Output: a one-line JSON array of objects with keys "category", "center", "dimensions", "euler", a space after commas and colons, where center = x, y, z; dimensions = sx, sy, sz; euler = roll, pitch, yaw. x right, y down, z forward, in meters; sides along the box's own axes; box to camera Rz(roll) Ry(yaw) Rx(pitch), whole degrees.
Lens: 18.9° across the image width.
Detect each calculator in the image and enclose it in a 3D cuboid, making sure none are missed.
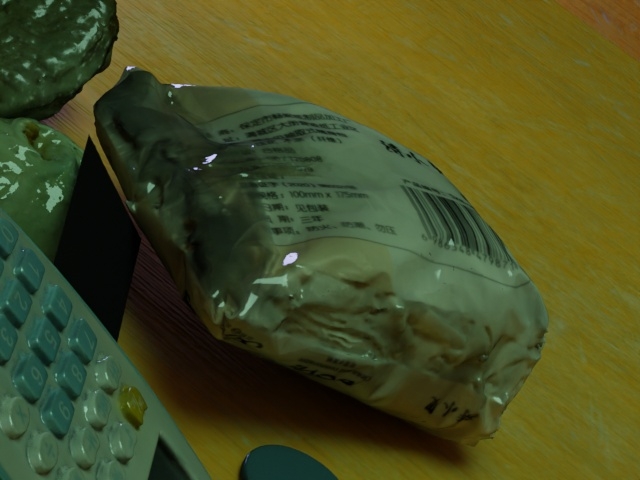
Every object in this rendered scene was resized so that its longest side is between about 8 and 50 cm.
[{"category": "calculator", "center": [-0.168, 0.137, 1.300], "dimensions": [0.386, 0.054, 0.256], "euler": [59, 16, -21]}]

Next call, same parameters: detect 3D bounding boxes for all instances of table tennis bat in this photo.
[{"category": "table tennis bat", "center": [-0.023, 0.213, 1.558], "dimensions": [0.100, 0.019, 0.155], "euler": [31, 23, -2]}]

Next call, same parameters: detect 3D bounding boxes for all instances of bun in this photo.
[{"category": "bun", "center": [-0.266, -0.040, 1.632], "dimensions": [0.195, 0.118, 0.195], "euler": [26, 28, -15]}]

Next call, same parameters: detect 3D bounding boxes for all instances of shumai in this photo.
[{"category": "shumai", "center": [-0.285, -0.169, 1.821], "dimensions": [0.222, 0.204, 0.272], "euler": [15, 51, 17]}]

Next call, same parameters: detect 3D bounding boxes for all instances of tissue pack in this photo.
[{"category": "tissue pack", "center": [0.000, 0.000, 1.758], "dimensions": [0.375, 0.195, 0.390], "euler": [21, 23, -33]}]

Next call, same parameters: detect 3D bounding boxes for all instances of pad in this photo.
[{"category": "pad", "center": [-0.185, 0.019, 1.585], "dimensions": [0.190, 0.004, 0.127], "euler": [-83, 159, -47]}]
